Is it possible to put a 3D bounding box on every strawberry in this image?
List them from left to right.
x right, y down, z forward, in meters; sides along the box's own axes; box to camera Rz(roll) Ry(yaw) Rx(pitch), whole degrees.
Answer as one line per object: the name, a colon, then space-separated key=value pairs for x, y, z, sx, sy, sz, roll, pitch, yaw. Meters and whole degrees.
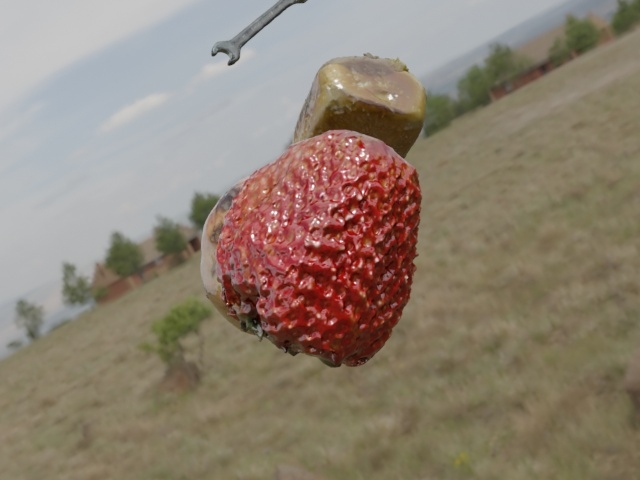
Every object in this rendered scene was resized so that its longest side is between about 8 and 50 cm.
strawberry: x=0.000 y=0.000 z=1.683 sx=0.351 sy=0.312 sz=0.267 roll=-66 pitch=-15 yaw=19

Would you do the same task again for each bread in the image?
bread: x=0.062 y=-0.208 z=1.970 sx=0.246 sy=0.195 sz=0.176 roll=119 pitch=163 yaw=-48

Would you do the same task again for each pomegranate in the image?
pomegranate: x=-0.078 y=0.025 z=2.121 sx=0.322 sy=0.322 sz=0.322 roll=-28 pitch=4 yaw=2

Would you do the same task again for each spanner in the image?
spanner: x=-0.109 y=-0.409 z=2.126 sx=0.254 sy=0.054 sz=0.015 roll=-46 pitch=-8 yaw=-29
